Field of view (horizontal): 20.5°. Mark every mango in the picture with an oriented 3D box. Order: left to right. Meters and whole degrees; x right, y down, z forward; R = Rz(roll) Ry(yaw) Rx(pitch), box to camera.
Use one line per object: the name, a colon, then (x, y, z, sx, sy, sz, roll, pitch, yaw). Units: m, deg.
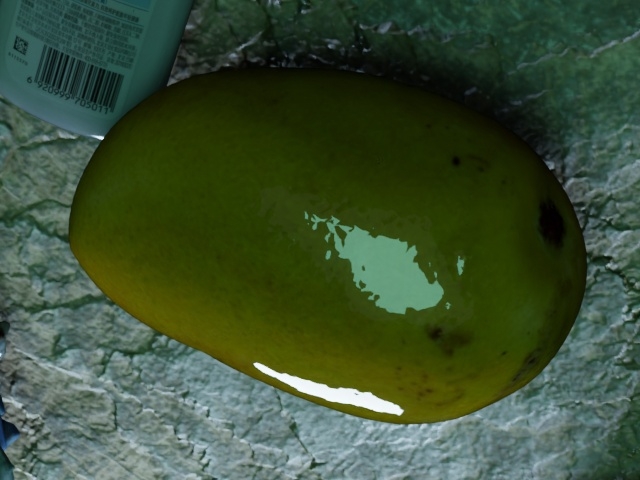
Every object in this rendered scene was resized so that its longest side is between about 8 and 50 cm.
mango: (0.000, 0.000, 1.491, 0.446, 0.232, 0.300, 11, 127, 15)

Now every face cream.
face cream: (-0.176, -0.247, 1.491, 0.163, 0.080, 0.336, 23, 122, 3)

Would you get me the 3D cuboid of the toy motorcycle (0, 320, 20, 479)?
toy motorcycle: (-0.424, 0.135, 1.720, 0.241, 0.182, 0.319, -6, 118, 20)
